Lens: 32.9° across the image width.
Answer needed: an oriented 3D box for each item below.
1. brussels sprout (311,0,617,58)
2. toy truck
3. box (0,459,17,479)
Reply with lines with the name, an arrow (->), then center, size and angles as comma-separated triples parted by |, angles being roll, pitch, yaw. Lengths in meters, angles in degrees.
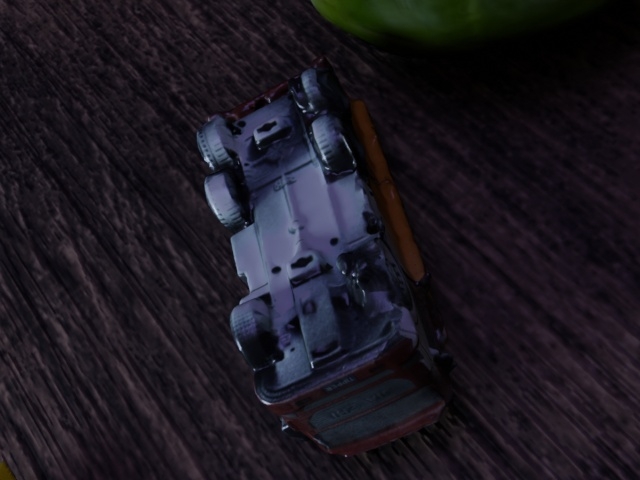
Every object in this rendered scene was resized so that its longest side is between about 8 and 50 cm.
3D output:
brussels sprout -> 0.083, -0.291, 0.736 | 0.289, 0.281, 0.355 | -23, 44, 12
toy truck -> 0.000, 0.000, 0.691 | 0.114, 0.135, 0.270 | -26, 48, 13
box -> -0.180, 0.262, 0.677 | 0.129, 0.033, 0.247 | -46, 52, -4
